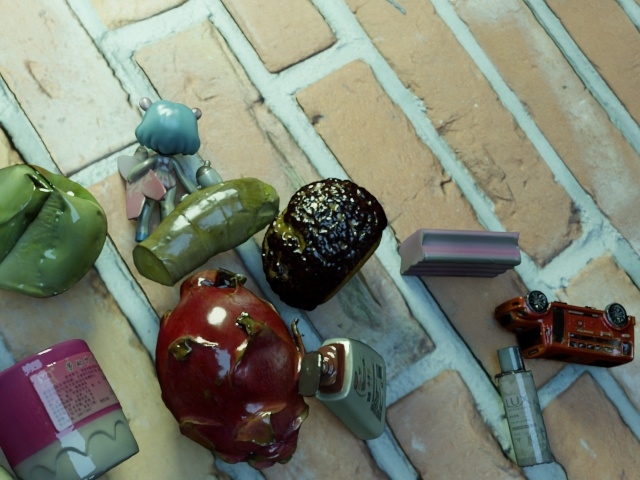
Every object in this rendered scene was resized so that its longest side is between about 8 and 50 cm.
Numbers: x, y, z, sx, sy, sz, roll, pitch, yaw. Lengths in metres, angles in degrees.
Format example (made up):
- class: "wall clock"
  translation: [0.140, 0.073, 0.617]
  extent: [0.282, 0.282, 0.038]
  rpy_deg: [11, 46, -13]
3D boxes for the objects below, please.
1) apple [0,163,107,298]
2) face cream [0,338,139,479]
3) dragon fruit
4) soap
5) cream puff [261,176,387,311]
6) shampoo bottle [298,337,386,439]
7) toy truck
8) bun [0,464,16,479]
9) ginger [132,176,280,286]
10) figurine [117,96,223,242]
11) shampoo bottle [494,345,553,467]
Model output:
- class: "apple"
  translation: [-0.448, -0.013, 1.261]
  extent: [0.207, 0.174, 0.188]
  rpy_deg: [29, 93, -12]
- class: "face cream"
  translation: [-0.384, 0.269, 1.183]
  extent: [0.175, 0.175, 0.195]
  rpy_deg: [-29, 82, -23]
- class: "dragon fruit"
  translation: [-0.141, 0.197, 1.248]
  extent: [0.250, 0.250, 0.315]
  rpy_deg: [0, 84, -17]
- class: "soap"
  translation: [0.258, 0.025, 1.486]
  extent: [0.203, 0.122, 0.066]
  rpy_deg: [2, 73, -17]
- class: "cream puff"
  translation: [0.000, 0.000, 1.354]
  extent: [0.165, 0.239, 0.239]
  rpy_deg: [41, 66, 1]
- class: "shampoo bottle"
  translation: [0.033, 0.226, 1.282]
  extent: [0.071, 0.284, 0.153]
  rpy_deg: [-6, 69, 23]
- class: "toy truck"
  translation: [0.458, 0.171, 1.506]
  extent: [0.252, 0.107, 0.114]
  rpy_deg: [9, 70, -14]
- class: "bun"
  translation: [-0.499, 0.399, 1.129]
  extent: [0.193, 0.128, 0.179]
  rpy_deg: [-16, 67, -9]
- class: "ginger"
  translation: [-0.189, -0.025, 1.342]
  extent: [0.263, 0.109, 0.116]
  rpy_deg: [-36, 109, -25]
- class: "figurine"
  translation: [-0.252, -0.116, 1.390]
  extent: [0.205, 0.103, 0.260]
  rpy_deg: [9, 80, -12]
- class: "shampoo bottle"
  translation: [0.366, 0.301, 1.458]
  extent: [0.072, 0.072, 0.214]
  rpy_deg: [-5, 74, -18]
